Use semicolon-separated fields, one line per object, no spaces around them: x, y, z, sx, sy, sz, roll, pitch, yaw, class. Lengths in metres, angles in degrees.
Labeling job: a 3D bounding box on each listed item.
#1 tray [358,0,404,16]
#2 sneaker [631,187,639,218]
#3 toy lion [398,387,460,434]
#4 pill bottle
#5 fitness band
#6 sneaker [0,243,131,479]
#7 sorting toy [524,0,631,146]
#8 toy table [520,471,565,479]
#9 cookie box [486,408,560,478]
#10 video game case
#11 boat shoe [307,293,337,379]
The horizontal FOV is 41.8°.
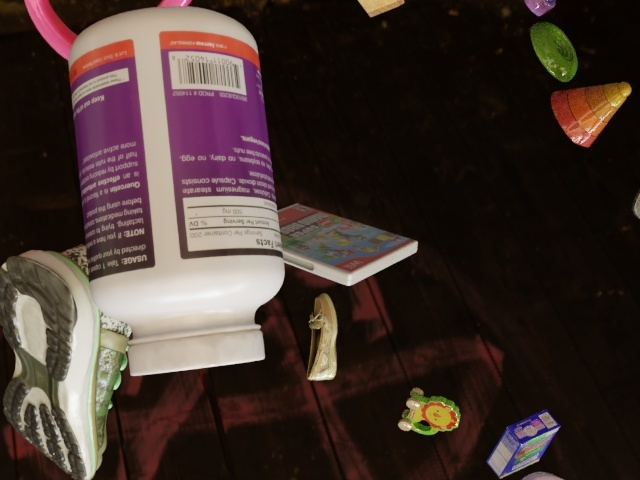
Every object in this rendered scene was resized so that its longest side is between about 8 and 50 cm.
0.064;-0.617;1.460;0.076;0.203;0.410;-15;-121;26;tray
0.568;-0.112;1.183;0.316;0.127;0.182;-35;-155;11;sneaker
0.193;0.305;1.460;0.096;0.100;0.034;22;-139;10;toy lion
-0.133;-0.041;0.793;0.182;0.181;0.322;-6;-97;-9;pill bottle
-0.281;-0.354;1.108;0.209;0.291;0.054;43;-147;-14;fitness band
-0.289;0.154;1.073;0.158;0.410;0.182;34;-137;20;sneaker
0.482;-0.359;1.556;0.127;0.126;0.365;12;-121;-41;sorting toy
0.389;0.516;1.305;0.252;0.161;0.274;-18;-88;-11;toy table
0.340;0.342;1.404;0.092;0.107;0.040;-15;-129;-27;cookie box
0.000;0.000;1.502;0.285;0.025;0.204;19;-153;35;video game case
-0.002;0.171;1.485;0.048;0.056;0.152;1;-93;-22;boat shoe
